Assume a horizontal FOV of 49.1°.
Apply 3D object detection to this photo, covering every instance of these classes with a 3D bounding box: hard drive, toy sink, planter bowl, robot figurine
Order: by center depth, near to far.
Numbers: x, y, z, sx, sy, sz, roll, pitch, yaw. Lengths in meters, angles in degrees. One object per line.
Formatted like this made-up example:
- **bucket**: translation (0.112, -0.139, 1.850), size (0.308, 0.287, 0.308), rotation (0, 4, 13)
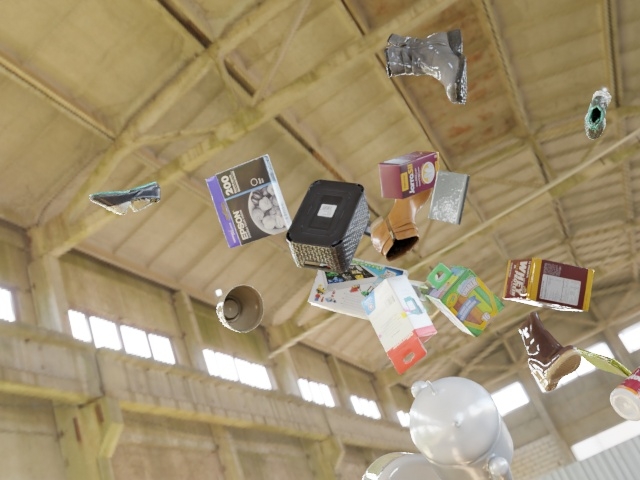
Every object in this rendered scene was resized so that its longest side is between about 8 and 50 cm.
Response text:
- **robot figurine**: translation (0.321, 0.441, 1.600), size (0.200, 0.300, 0.353), rotation (-43, -42, -9)
- **hard drive**: translation (0.346, -0.117, 1.890), size (0.022, 0.094, 0.135), rotation (4, -81, -49)
- **planter bowl**: translation (-0.291, 0.234, 2.418), size (0.162, 0.162, 0.109), rotation (0, -5, -37)
- **toy sink**: translation (0.336, 0.238, 2.599), size (0.131, 0.153, 0.234), rotation (10, -43, -19)

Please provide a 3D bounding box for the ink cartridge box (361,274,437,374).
- **ink cartridge box**: translation (0.219, 0.226, 1.887), size (0.078, 0.231, 0.134), rotation (-7, -30, -39)

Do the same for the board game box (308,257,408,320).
- **board game box**: translation (0.129, 0.163, 2.414), size (0.305, 0.193, 0.053), rotation (13, -16, 21)

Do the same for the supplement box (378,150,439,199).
- **supplement box**: translation (0.263, -0.193, 2.051), size (0.081, 0.104, 0.188), rotation (10, 24, 44)

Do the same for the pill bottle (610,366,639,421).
- **pill bottle**: translation (0.752, 0.345, 1.630), size (0.152, 0.086, 0.086), rotation (-30, -23, -27)

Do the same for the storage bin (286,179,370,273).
- **storage bin**: translation (0.018, -0.032, 1.449), size (0.122, 0.180, 0.084), rotation (8, -38, 22)

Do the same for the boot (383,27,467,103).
- **boot**: translation (0.291, -0.477, 1.962), size (0.222, 0.338, 0.118), rotation (-3, -52, 8)

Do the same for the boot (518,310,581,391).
- **boot**: translation (0.627, 0.289, 1.959), size (0.090, 0.207, 0.248), rotation (-10, -31, -9)

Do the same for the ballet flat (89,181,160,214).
- **ballet flat**: translation (-0.502, -0.105, 1.831), size (0.203, 0.074, 0.074), rotation (-18, -23, -45)

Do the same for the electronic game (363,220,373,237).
- **electronic game**: translation (0.162, -0.044, 2.567), size (0.229, 0.229, 0.048), rotation (11, -77, -47)

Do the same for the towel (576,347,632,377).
- **towel**: translation (0.847, 0.371, 2.095), size (0.021, 0.102, 0.237), rotation (-51, 4, -4)

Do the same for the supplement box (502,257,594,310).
- **supplement box**: translation (0.705, 0.138, 2.184), size (0.194, 0.129, 0.191), rotation (12, -6, -9)

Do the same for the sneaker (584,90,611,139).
- **sneaker**: translation (0.820, -0.363, 2.098), size (0.076, 0.065, 0.166), rotation (-54, -32, -35)

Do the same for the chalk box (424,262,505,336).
- **chalk box**: translation (0.410, 0.160, 2.078), size (0.132, 0.213, 0.132), rotation (-47, 11, -5)

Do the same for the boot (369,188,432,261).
- **boot**: translation (0.278, -0.070, 2.263), size (0.283, 0.220, 0.109), rotation (-40, -66, 10)

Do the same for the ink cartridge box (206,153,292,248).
- **ink cartridge box**: translation (-0.199, -0.098, 1.866), size (0.208, 0.206, 0.045), rotation (-19, 3, 24)

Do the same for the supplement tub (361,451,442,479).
- **supplement tub**: translation (0.230, 0.684, 1.859), size (0.235, 0.235, 0.325), rotation (-18, -13, -10)
